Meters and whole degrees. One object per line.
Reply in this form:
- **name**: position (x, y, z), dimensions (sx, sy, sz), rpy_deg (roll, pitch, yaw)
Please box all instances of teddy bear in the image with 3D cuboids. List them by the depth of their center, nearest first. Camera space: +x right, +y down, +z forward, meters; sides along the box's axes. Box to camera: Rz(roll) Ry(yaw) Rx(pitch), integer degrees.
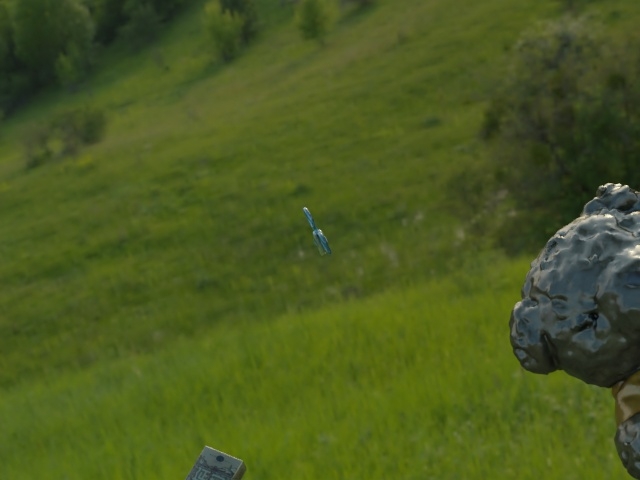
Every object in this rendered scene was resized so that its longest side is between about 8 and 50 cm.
- **teddy bear**: position (0.208, 0.055, 0.701), dimensions (0.190, 0.140, 0.177), rpy_deg (34, 77, 10)

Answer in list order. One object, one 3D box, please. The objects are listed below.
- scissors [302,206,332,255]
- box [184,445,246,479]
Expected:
- **scissors**: position (0.000, 0.000, 1.322), dimensions (0.014, 0.058, 0.119), rpy_deg (-30, -15, -3)
- **box**: position (-0.127, 0.281, 1.384), dimensions (0.053, 0.024, 0.083), rpy_deg (17, 60, 24)
